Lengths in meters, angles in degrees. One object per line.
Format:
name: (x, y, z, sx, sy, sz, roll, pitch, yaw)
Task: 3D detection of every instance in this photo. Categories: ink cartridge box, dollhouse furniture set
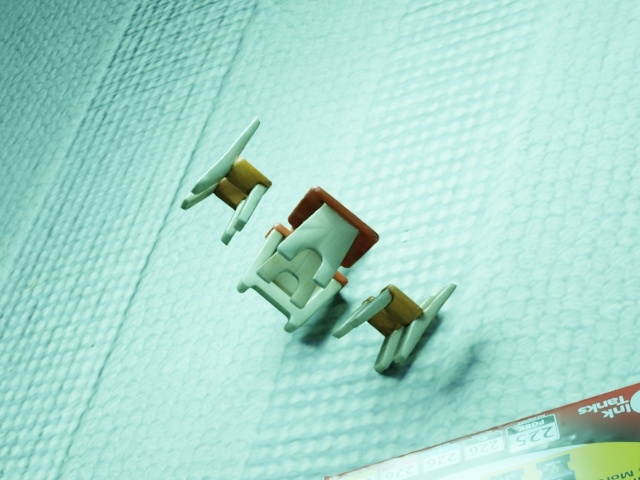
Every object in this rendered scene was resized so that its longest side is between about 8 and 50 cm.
ink cartridge box: (0.166, 0.252, 1.322, 0.309, 0.130, 0.272, -18, 25, 8)
dollhouse furniture set: (0.000, 0.000, 1.819, 0.135, 0.262, 0.259, -51, 2, -16)
